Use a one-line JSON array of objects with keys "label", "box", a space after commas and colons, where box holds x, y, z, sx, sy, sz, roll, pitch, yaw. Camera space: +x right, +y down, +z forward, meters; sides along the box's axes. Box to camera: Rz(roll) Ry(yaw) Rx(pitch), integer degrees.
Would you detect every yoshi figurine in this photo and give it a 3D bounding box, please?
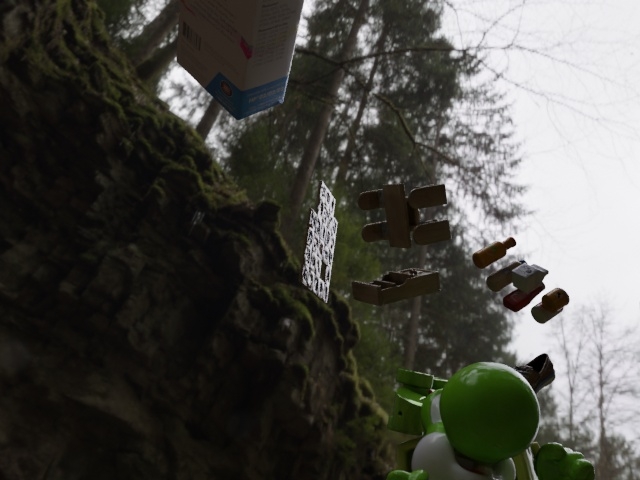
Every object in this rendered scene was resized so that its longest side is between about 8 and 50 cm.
[{"label": "yoshi figurine", "box": [0.174, 0.264, 0.668, 0.203, 0.362, 0.203, -31, -61, 18]}]

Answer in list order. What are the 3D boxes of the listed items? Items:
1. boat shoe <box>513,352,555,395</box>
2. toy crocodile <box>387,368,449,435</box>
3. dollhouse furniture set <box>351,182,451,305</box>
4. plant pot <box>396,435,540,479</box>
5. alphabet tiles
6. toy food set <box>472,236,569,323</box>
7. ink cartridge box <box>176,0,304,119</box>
[{"label": "boat shoe", "box": [0.442, 0.303, 1.424, 0.066, 0.183, 0.066, 4, -66, 48]}, {"label": "toy crocodile", "box": [0.209, 0.312, 1.227, 0.105, 0.115, 0.340, 7, -12, 29]}, {"label": "dollhouse furniture set", "box": [0.151, 0.002, 1.408, 0.161, 0.212, 0.242, -11, -83, -26]}, {"label": "plant pot", "box": [0.287, 0.459, 1.145, 0.228, 0.227, 0.207, -21, -32, 27]}, {"label": "alphabet tiles", "box": [0.000, 0.000, 1.423, 0.009, 0.237, 0.198, 2, -17, 17]}, {"label": "toy food set", "box": [0.432, 0.082, 1.345, 0.104, 0.232, 0.111, -28, -58, -20]}, {"label": "ink cartridge box", "box": [-0.071, -0.214, 0.582, 0.104, 0.062, 0.181, 45, -37, 22]}]
